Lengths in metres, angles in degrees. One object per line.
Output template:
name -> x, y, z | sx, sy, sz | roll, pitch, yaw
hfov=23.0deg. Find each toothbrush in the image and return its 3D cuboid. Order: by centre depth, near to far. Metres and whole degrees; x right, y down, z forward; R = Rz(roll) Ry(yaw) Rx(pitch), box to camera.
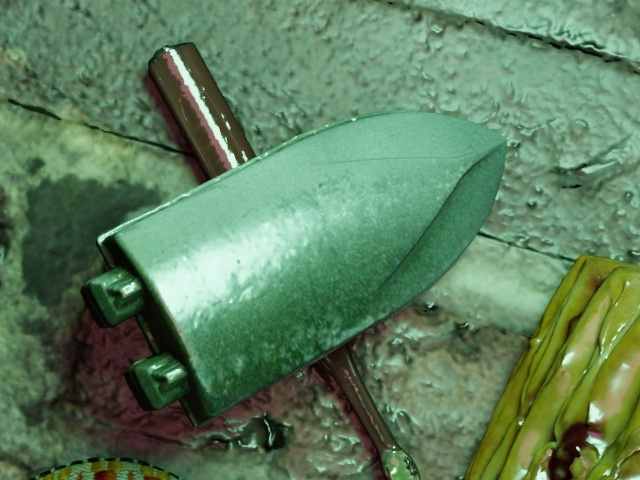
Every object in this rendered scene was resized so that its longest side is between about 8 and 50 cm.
toothbrush -> -0.023, 0.023, 1.122 | 0.041, 0.041, 0.364 | -28, 92, 3

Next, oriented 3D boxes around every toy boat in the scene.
toy boat -> 0.000, 0.000, 1.067 | 0.319, 0.092, 0.141 | -28, 91, -21

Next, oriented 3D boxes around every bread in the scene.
bread -> 0.276, 0.173, 1.057 | 0.324, 0.167, 0.277 | 25, 94, 1

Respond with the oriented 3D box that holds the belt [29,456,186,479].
belt -> -0.171, 0.282, 1.088 | 0.207, 0.150, 0.257 | 42, 94, -10
